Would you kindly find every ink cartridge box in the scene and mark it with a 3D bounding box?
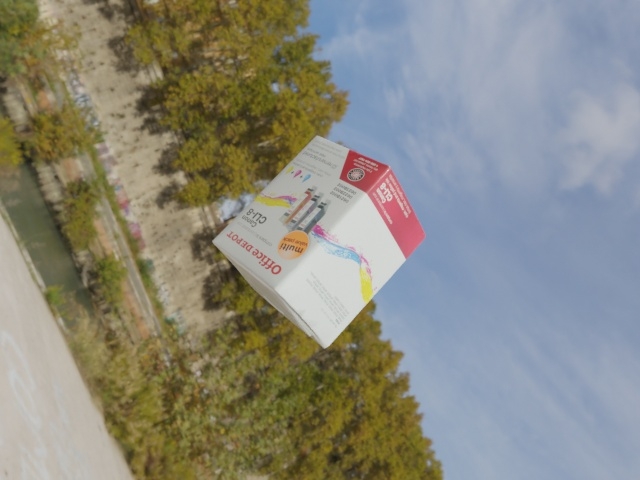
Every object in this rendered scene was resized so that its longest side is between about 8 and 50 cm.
[{"bbox_3d":[0.000,0.000,0.668,0.128,0.176,0.127,32,-16,43],"label":"ink cartridge box"}]
